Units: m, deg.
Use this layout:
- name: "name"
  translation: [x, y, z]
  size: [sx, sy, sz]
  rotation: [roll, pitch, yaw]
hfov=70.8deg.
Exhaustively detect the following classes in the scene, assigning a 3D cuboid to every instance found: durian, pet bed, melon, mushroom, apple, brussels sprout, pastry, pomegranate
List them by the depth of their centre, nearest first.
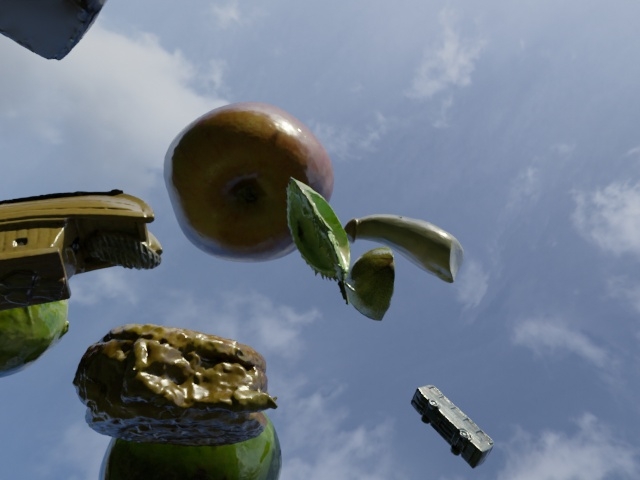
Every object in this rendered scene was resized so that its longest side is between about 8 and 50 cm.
- name: "pastry"
  translation: [-0.184, 0.182, 0.583]
  size: [0.240, 0.235, 0.132]
  rotation: [7, -125, -12]
- name: "pet bed"
  translation: [-0.395, -0.386, 0.601]
  size: [0.183, 0.211, 0.159]
  rotation: [-18, -125, 41]
- name: "brussels sprout"
  translation: [-0.425, 0.122, 0.607]
  size: [0.151, 0.149, 0.122]
  rotation: [-10, -107, 42]
- name: "durian"
  translation: [0.000, 0.000, 0.727]
  size: [0.086, 0.100, 0.215]
  rotation: [-27, -90, 2]
- name: "pomegranate"
  translation: [-0.218, 0.349, 0.812]
  size: [0.359, 0.309, 0.216]
  rotation: [-102, -150, -44]
- name: "melon"
  translation: [0.103, 0.071, 0.926]
  size: [0.079, 0.128, 0.160]
  rotation: [12, -125, -11]
- name: "mushroom"
  translation: [0.185, -0.002, 1.006]
  size: [0.270, 0.118, 0.103]
  rotation: [21, -44, 24]
- name: "apple"
  translation: [-0.175, -0.133, 1.078]
  size: [0.400, 0.333, 0.400]
  rotation: [2, -77, 10]

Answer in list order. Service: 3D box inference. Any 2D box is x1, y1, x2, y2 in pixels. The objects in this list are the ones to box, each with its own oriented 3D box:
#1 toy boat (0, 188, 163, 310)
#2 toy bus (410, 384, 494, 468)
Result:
- name: "toy boat"
  translation: [-0.337, 0.020, 0.482]
  size: [0.121, 0.321, 0.089]
  rotation: [53, -35, 44]
- name: "toy bus"
  translation: [0.243, 0.341, 0.841]
  size: [0.166, 0.065, 0.047]
  rotation: [39, -62, 45]
